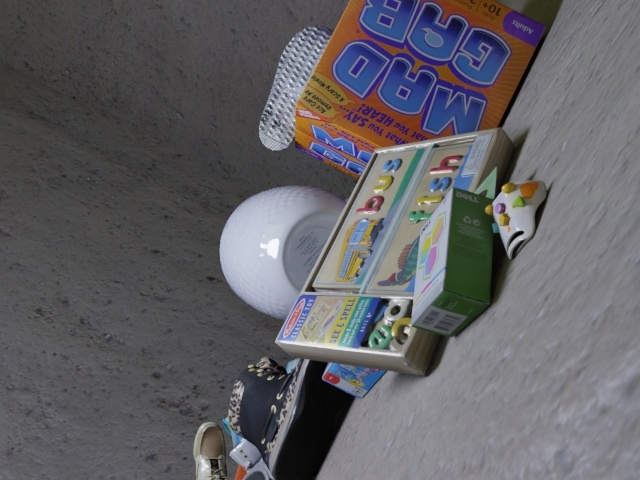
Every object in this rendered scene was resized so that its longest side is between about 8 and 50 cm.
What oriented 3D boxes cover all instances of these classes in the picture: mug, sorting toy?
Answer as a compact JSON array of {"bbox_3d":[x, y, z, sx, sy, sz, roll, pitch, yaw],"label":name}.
[{"bbox_3d":[0.000,0.000,1.411,0.374,0.276,0.328,-33,10,-14],"label":"mug"},{"bbox_3d":[0.227,-0.020,0.820,0.083,0.045,0.075,117,160,-47],"label":"sorting toy"}]

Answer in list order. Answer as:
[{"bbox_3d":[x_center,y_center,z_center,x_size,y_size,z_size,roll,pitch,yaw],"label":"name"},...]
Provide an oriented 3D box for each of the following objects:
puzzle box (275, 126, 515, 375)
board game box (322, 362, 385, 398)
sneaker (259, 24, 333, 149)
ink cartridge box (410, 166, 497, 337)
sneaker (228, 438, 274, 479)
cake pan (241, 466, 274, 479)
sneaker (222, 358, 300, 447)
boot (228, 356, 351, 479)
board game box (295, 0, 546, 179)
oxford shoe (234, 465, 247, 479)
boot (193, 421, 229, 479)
[{"bbox_3d":[0.116,0.006,1.096,0.272,0.052,0.409,-4,51,47],"label":"puzzle box"},{"bbox_3d":[0.134,0.090,1.288,0.308,0.086,0.302,-63,0,-38],"label":"board game box"},{"bbox_3d":[-0.053,-0.344,1.603,0.293,0.102,0.146,-63,-2,7],"label":"sneaker"},{"bbox_3d":[0.171,0.006,0.901,0.109,0.062,0.209,117,167,-57],"label":"ink cartridge box"},{"bbox_3d":[-0.151,0.555,1.643,0.292,0.169,0.108,-65,3,-16],"label":"sneaker"},{"bbox_3d":[-0.154,0.620,1.455,0.293,0.054,0.293,-55,17,27],"label":"cake pan"},{"bbox_3d":[-0.159,0.461,1.973,0.127,0.208,0.319,83,-164,-46],"label":"sneaker"},{"bbox_3d":[-0.056,0.300,1.507,0.284,0.138,0.377,9,77,60],"label":"boot"},{"bbox_3d":[0.183,-0.307,1.473,0.356,0.356,0.356,-63,0,-6],"label":"board game box"},{"bbox_3d":[-0.143,0.589,1.769,0.363,0.130,0.133,-55,-17,-8],"label":"oxford shoe"},{"bbox_3d":[-0.231,0.519,1.560,0.165,0.077,0.213,165,108,-69],"label":"boot"}]
